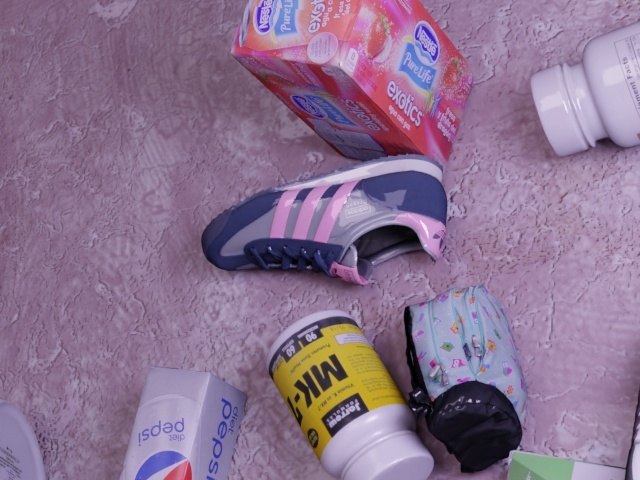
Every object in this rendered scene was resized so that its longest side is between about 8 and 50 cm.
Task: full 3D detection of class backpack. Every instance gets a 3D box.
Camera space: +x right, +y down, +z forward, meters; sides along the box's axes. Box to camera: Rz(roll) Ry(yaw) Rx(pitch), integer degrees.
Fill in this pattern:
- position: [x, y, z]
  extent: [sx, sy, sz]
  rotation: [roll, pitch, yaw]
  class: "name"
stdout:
- position: [0.157, 0.140, 1.474]
  extent: [0.115, 0.152, 0.182]
  rotation: [-20, 48, 12]
  class: "backpack"

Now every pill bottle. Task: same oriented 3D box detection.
- position: [0.034, 0.189, 1.517]
  extent: [0.119, 0.119, 0.208]
  rotation: [-39, 56, 7]
  class: "pill bottle"
- position: [0.358, -0.176, 1.506]
  extent: [0.229, 0.131, 0.131]
  rotation: [-19, 61, 19]
  class: "pill bottle"

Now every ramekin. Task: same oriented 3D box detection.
- position: [-0.420, 0.287, 1.663]
  extent: [0.109, 0.207, 0.207]
  rotation: [-14, 62, 9]
  class: "ramekin"

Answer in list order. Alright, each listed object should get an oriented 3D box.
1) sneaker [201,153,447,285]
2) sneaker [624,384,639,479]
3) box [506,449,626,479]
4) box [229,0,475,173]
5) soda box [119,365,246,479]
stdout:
- position: [0.000, 0.000, 1.624]
  extent: [0.319, 0.112, 0.131]
  rotation: [-18, 58, 21]
  class: "sneaker"
- position: [0.387, 0.191, 1.319]
  extent: [0.162, 0.106, 0.281]
  rotation: [7, 42, 16]
  class: "sneaker"
- position: [0.321, 0.345, 1.338]
  extent: [0.321, 0.058, 0.232]
  rotation: [6, 71, 28]
  class: "box"
- position: [0.045, -0.205, 1.578]
  extent: [0.154, 0.300, 0.142]
  rotation: [11, 75, 32]
  class: "box"
- position: [-0.176, 0.298, 1.590]
  extent: [0.091, 0.098, 0.286]
  rotation: [3, 69, 28]
  class: "soda box"
